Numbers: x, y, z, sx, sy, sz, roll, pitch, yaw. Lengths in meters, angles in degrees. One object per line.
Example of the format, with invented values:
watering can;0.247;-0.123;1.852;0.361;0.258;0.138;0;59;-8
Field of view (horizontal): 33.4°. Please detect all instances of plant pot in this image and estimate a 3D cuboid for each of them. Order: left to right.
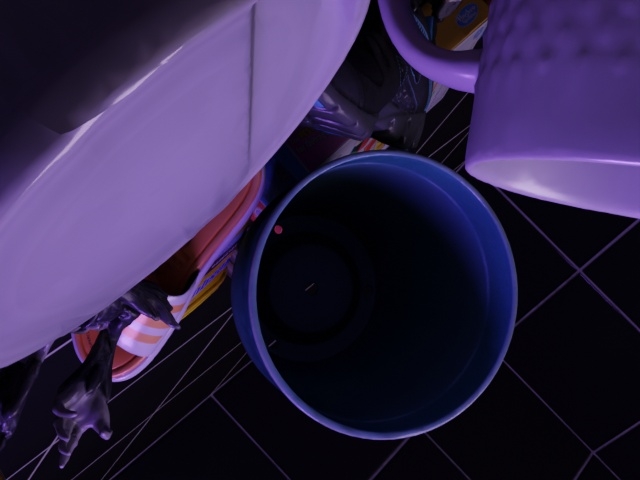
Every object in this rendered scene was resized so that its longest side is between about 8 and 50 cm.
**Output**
plant pot;0.022;0.054;1.114;0.271;0.271;0.255;-42;-168;-16

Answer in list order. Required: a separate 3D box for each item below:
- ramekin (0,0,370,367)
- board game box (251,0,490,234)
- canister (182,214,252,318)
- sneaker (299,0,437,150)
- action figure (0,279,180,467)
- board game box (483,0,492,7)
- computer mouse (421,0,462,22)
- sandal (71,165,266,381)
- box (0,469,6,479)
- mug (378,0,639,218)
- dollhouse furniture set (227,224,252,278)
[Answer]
ramekin;-0.112;-0.073;0.510;0.273;0.127;0.273;-43;173;-7
board game box;0.051;-0.149;1.290;0.316;0.064;0.242;-42;173;-18
canister;-0.141;0.014;1.121;0.126;0.073;0.170;-41;171;-31
sneaker;0.023;-0.164;0.957;0.341;0.125;0.140;-13;121;-73
action figure;-0.208;0.078;0.741;0.275;0.164;0.141;-39;-149;41
board game box;0.242;-0.331;1.363;0.145;0.027;0.281;-49;177;-24
computer mouse;0.184;-0.320;1.079;0.184;0.060;0.262;-46;-174;-17
sandal;-0.154;0.014;0.977;0.265;0.102;0.076;-54;171;10
box;-0.343;0.249;0.573;0.290;0.177;0.279;-46;154;21
mug;0.216;-0.194;0.740;0.276;0.374;0.328;16;84;-66
dollhouse furniture set;0.000;0.000;1.492;0.212;0.161;0.242;-42;173;-17
